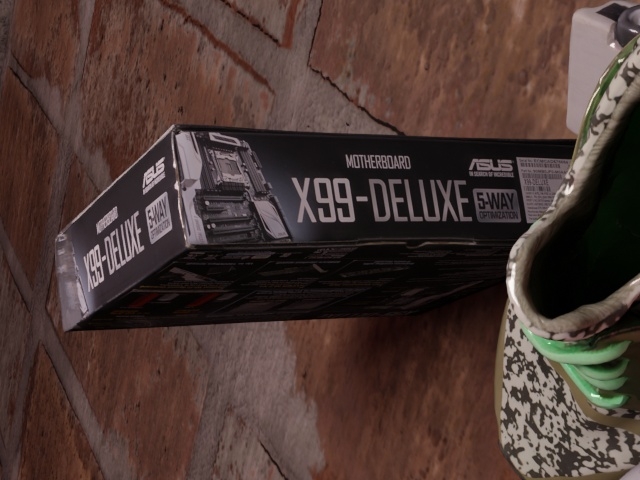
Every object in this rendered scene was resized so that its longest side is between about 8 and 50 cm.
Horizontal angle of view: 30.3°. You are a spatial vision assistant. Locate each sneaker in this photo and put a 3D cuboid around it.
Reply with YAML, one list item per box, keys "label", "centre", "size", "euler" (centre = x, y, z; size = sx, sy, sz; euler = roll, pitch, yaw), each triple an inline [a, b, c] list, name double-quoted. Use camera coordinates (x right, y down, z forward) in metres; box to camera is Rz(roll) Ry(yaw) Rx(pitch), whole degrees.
- label: "sneaker"
  centre: [0.135, 0.006, 0.536]
  size: [0.158, 0.182, 0.410]
  euler: [54, 147, 27]

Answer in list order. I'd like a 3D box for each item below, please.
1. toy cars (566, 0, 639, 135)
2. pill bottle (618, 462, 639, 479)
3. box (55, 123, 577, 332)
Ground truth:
- label: "toy cars"
  centre: [0.272, -0.088, 0.544]
  size: [0.176, 0.087, 0.394]
  euler: [62, 153, -5]
- label: "pill bottle"
  centre: [0.234, 0.154, 0.420]
  size: [0.408, 0.229, 0.229]
  euler: [-41, 51, 50]
- label: "box"
  centre: [0.000, 0.000, 0.817]
  size: [0.242, 0.308, 0.076]
  euler: [-29, 65, 58]
